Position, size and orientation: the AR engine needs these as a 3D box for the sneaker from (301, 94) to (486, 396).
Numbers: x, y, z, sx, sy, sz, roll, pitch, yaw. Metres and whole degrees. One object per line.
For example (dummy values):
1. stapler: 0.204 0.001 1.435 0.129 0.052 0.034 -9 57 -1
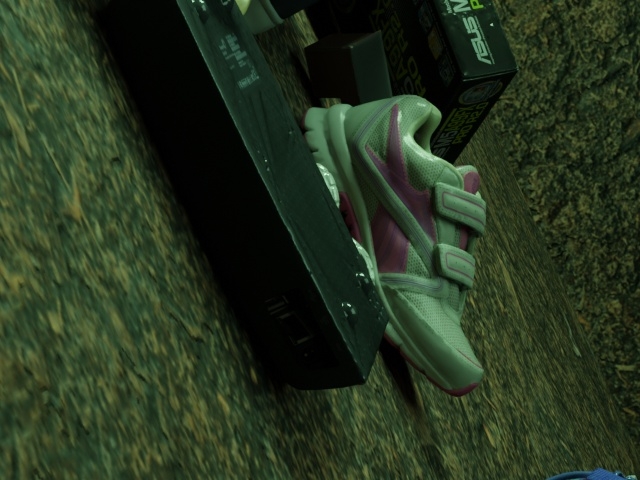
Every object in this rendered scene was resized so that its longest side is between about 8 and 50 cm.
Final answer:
1. sneaker: 0.077 -0.006 1.428 0.103 0.111 0.252 24 43 -75

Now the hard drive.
1. hard drive: -0.040 -0.042 1.082 0.254 0.054 0.172 64 11 -7

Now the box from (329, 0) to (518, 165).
1. box: 0.084 -0.221 1.790 0.216 0.060 0.270 123 -48 -62

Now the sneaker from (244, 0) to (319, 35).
1. sneaker: -0.001 -0.253 1.467 0.282 0.153 0.099 -92 157 -63

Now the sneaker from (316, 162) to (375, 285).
1. sneaker: 0.000 0.000 1.260 0.044 0.040 0.109 -5 68 -62

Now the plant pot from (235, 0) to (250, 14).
1. plant pot: -0.090 -0.257 1.228 0.236 0.032 0.236 -8 90 -76

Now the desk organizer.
1. desk organizer: 0.030 -0.108 1.578 0.047 0.050 0.130 -33 118 -47

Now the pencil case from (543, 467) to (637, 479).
1. pencil case: 0.261 0.317 1.595 0.119 0.133 0.306 26 -27 50
